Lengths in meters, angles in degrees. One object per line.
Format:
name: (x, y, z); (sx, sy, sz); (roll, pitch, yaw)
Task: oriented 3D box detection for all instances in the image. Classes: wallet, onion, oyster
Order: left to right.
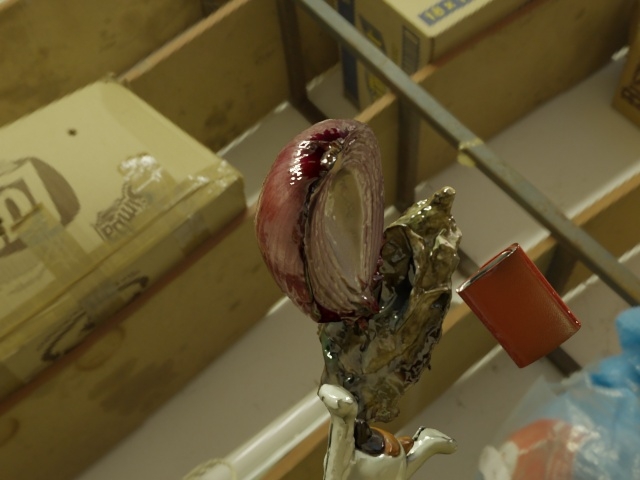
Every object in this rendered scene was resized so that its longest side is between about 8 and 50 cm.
onion: (0.000, 0.000, 0.951); (0.227, 0.120, 0.284); (-53, -40, -42)
oyster: (0.091, 0.096, 1.077); (0.096, 0.221, 0.361); (12, -56, -43)
wallet: (0.361, 0.121, 1.431); (0.142, 0.204, 0.045); (-39, 13, 9)

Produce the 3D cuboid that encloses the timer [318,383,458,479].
timer: (-0.004, 0.238, 0.537); (0.266, 0.175, 0.175); (-63, -24, -5)
